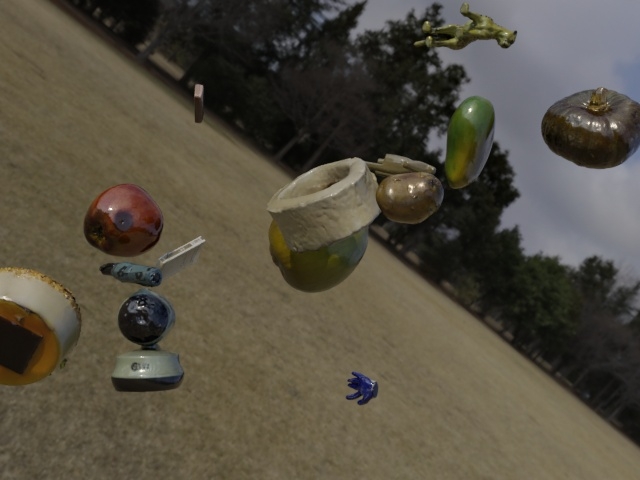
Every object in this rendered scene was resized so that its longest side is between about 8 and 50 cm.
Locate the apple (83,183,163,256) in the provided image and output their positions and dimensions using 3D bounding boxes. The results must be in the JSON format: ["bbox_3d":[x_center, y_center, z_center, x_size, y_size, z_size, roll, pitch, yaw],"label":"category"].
[{"bbox_3d":[-0.596,-0.050,2.106,0.230,0.230,0.230,41,3,-2],"label":"apple"}]

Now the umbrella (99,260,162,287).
[{"bbox_3d":[-0.502,0.088,1.859,0.250,0.052,0.053,3,-47,43],"label":"umbrella"}]

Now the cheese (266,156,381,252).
[{"bbox_3d":[0.023,-0.108,1.973,0.332,0.292,0.153,-1,-58,49],"label":"cheese"}]

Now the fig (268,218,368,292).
[{"bbox_3d":[-0.002,0.006,2.345,0.343,0.343,0.343,41,3,-2],"label":"fig"}]

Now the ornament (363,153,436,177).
[{"bbox_3d":[0.236,-0.206,1.995,0.245,0.061,0.230,14,1,27],"label":"ornament"}]

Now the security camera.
[{"bbox_3d":[-0.478,0.273,1.944,0.197,0.277,0.191,-2,-7,1],"label":"security camera"}]

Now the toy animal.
[{"bbox_3d":[0.301,-0.430,1.478,0.136,0.073,0.181,4,-4,-32],"label":"toy animal"}]

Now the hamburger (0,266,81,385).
[{"bbox_3d":[-0.703,0.196,1.632,0.276,0.294,0.179,27,24,-13],"label":"hamburger"}]

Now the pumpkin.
[{"bbox_3d":[0.616,-0.261,1.561,0.219,0.219,0.162,44,-31,46],"label":"pumpkin"}]

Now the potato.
[{"bbox_3d":[0.226,-0.109,1.793,0.137,0.176,0.137,176,-90,-83],"label":"potato"}]

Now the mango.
[{"bbox_3d":[0.305,-0.202,1.444,0.085,0.191,0.122,20,16,25],"label":"mango"}]

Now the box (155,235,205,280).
[{"bbox_3d":[-0.453,0.063,2.229,0.029,0.109,0.198,40,38,13],"label":"box"}]

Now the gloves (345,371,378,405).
[{"bbox_3d":[0.081,0.303,1.424,0.026,0.064,0.086,8,0,-39],"label":"gloves"}]

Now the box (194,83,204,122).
[{"bbox_3d":[-0.326,-0.367,1.889,0.115,0.025,0.048,105,-16,-59],"label":"box"}]
